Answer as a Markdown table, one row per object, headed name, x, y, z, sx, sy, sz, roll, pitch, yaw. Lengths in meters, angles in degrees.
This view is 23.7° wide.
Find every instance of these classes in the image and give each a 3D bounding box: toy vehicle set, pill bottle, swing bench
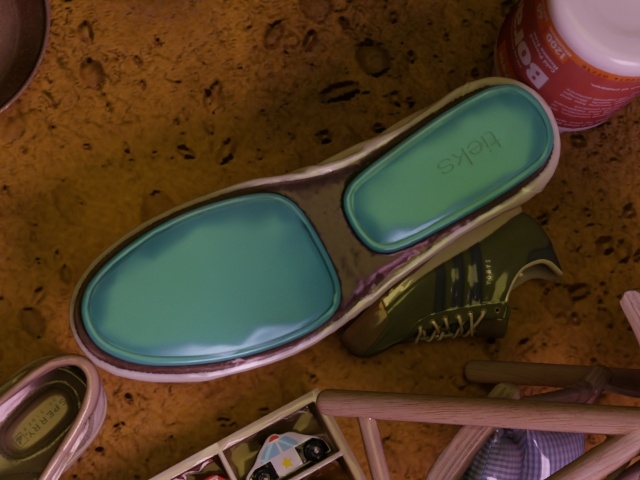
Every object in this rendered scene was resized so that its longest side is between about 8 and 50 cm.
| name | x | y | z | sx | sy | sz | roll | pitch | yaw |
| --- | --- | --- | --- | --- | --- | --- | --- | --- | --- |
| toy vehicle set | -0.079 | 0.248 | 1.153 | 0.267 | 0.035 | 0.166 | -28 | 84 | -14 |
| pill bottle | 0.206 | -0.156 | 1.197 | 0.121 | 0.216 | 0.121 | 2 | 77 | -9 |
| swing bench | 0.179 | 0.138 | 1.059 | 0.255 | 0.253 | 0.165 | -20 | 79 | 30 |

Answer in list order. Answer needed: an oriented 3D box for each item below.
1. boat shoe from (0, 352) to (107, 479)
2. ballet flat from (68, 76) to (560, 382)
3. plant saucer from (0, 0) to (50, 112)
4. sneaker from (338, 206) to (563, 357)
| name | x | y | z | sx | sy | sz | roll | pitch | yaw |
| --- | --- | --- | --- | --- | --- | --- | --- | --- | --- |
| boat shoe | -0.269 | 0.198 | 1.099 | 0.109 | 0.098 | 0.302 | 43 | 74 | 1 |
| ballet flat | 0.000 | 0.000 | 1.176 | 0.400 | 0.139 | 0.139 | -27 | 83 | -10 |
| plant saucer | -0.314 | -0.172 | 1.206 | 0.199 | 0.036 | 0.198 | 2 | 77 | -10 |
| sneaker | 0.113 | 0.048 | 1.214 | 0.192 | 0.064 | 0.086 | -38 | 81 | -18 |
